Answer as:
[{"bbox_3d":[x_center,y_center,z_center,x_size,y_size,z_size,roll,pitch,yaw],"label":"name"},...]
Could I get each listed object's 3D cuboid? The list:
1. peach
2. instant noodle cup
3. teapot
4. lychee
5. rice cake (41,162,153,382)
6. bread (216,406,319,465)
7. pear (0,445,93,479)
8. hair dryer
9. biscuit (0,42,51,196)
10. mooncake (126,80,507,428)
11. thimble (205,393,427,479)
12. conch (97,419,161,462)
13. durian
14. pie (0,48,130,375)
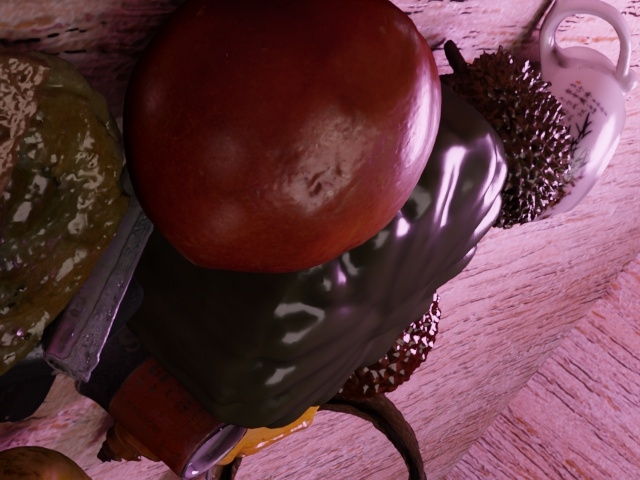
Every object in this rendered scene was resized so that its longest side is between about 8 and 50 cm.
[{"bbox_3d":[-0.028,-0.084,1.192,0.243,0.199,0.243,-22,136,-23],"label":"peach"},{"bbox_3d":[-0.141,0.148,1.574,0.127,0.135,0.127,-40,162,-15],"label":"instant noodle cup"},{"bbox_3d":[0.255,-0.139,1.860,0.208,0.166,0.299,-51,165,-57],"label":"teapot"},{"bbox_3d":[0.031,0.067,1.748,0.188,0.188,0.188,-41,162,-16],"label":"lychee"},{"bbox_3d":[-0.153,0.005,1.250,0.034,0.043,0.211,-20,-135,58],"label":"rice cake"},{"bbox_3d":[-0.078,0.177,1.847,0.245,0.102,0.094,-18,146,-59],"label":"bread"},{"bbox_3d":[-0.274,0.278,1.519,0.178,0.178,0.178,-41,162,-16],"label":"pear"},{"bbox_3d":[-0.262,0.118,1.340,0.235,0.091,0.271,-26,160,-25],"label":"hair dryer"},{"bbox_3d":[-0.266,-0.062,0.932,0.237,0.026,0.131,7,110,-48],"label":"biscuit"},{"bbox_3d":[0.000,0.000,1.462,0.356,0.194,0.356,-38,158,-18],"label":"mooncake"},{"bbox_3d":[-0.001,0.309,2.041,0.271,0.271,0.150,-42,164,-11],"label":"thimble"},{"bbox_3d":[-0.134,0.158,1.695,0.233,0.086,0.080,-45,163,4],"label":"conch"},{"bbox_3d":[0.155,-0.107,1.657,0.196,0.196,0.167,-57,171,32],"label":"durian"},{"bbox_3d":[-0.237,0.002,1.102,0.277,0.078,0.277,-35,154,-21],"label":"pie"}]
